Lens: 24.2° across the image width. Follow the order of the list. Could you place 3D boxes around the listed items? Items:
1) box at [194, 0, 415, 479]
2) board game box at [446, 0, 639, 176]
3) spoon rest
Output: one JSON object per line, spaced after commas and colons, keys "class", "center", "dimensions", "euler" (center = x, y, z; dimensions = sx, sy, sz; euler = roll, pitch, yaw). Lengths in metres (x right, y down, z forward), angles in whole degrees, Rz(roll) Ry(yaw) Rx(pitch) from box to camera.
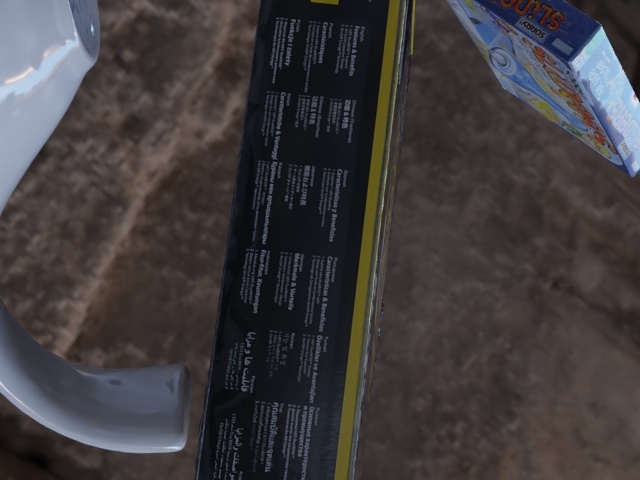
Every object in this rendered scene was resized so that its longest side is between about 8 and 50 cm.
{"class": "box", "center": [0.000, 0.000, 0.811], "dimensions": [0.257, 0.079, 0.322], "euler": [87, 10, -77]}
{"class": "board game box", "center": [0.162, -0.129, 1.060], "dimensions": [0.136, 0.201, 0.035], "euler": [40, -90, 31]}
{"class": "spoon rest", "center": [-0.117, -0.037, 0.571], "dimensions": [0.084, 0.276, 0.137], "euler": [-10, -152, 3]}
